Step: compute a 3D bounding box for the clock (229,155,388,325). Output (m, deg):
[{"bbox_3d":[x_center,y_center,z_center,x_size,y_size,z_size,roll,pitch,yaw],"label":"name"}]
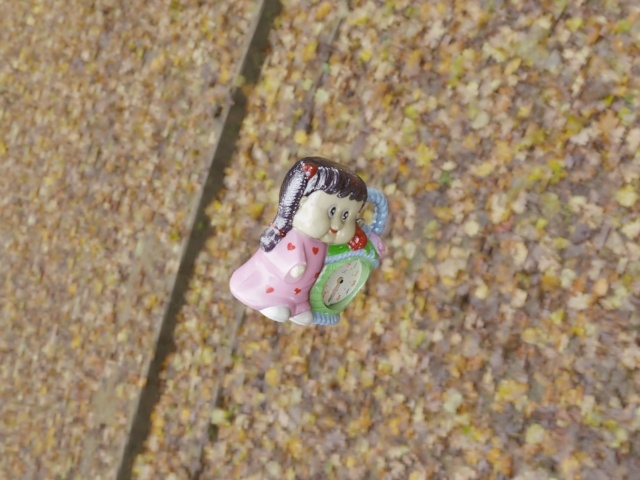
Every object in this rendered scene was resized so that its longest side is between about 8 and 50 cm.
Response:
[{"bbox_3d":[0.000,0.000,1.163,0.100,0.194,0.195,37,106,37],"label":"clock"}]
